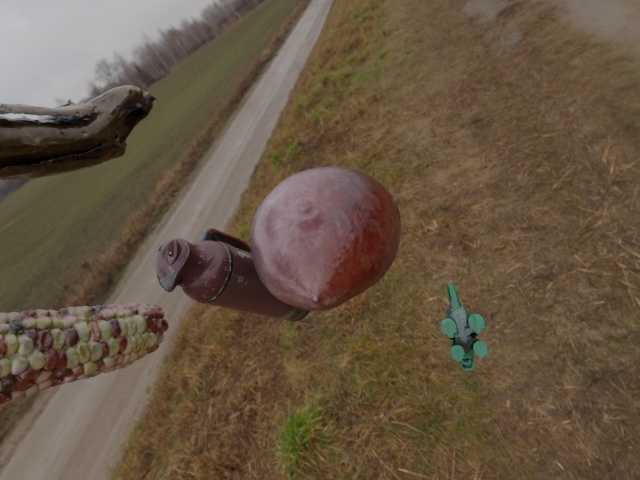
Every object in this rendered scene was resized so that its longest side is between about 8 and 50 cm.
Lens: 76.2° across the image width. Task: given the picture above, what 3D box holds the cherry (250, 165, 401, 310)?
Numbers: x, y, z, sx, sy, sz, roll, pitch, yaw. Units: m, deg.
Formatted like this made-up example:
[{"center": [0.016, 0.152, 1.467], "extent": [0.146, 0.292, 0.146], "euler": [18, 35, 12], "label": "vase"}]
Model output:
[{"center": [0.000, -0.009, 0.606], "extent": [0.239, 0.206, 0.239], "euler": [-9, 0, 0], "label": "cherry"}]

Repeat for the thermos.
[{"center": [-0.146, 0.059, 0.746], "extent": [0.109, 0.330, 0.136], "euler": [1, 75, 38], "label": "thermos"}]

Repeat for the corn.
[{"center": [-0.289, 0.112, 0.389], "extent": [0.092, 0.280, 0.092], "euler": [0, 90, 43], "label": "corn"}]

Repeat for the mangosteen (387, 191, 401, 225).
[{"center": [0.043, -0.033, 0.821], "extent": [0.216, 0.216, 0.216], "euler": [-27, 31, 18], "label": "mangosteen"}]

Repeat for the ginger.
[{"center": [-0.390, -0.154, 0.578], "extent": [0.107, 0.133, 0.309], "euler": [3, 15, 35], "label": "ginger"}]

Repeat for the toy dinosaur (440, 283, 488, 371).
[{"center": [0.203, 0.128, 0.595], "extent": [0.059, 0.132, 0.096], "euler": [-12, -9, 10], "label": "toy dinosaur"}]
